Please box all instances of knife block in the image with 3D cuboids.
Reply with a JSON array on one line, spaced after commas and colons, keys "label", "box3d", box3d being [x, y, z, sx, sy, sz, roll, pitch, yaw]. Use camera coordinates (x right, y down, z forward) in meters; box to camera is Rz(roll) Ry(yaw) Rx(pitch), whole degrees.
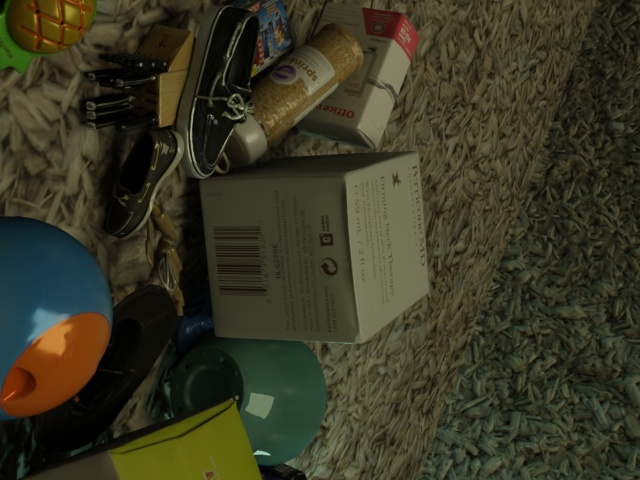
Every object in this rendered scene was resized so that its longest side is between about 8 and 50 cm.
[{"label": "knife block", "box3d": [-0.286, -0.240, 1.651, 0.242, 0.088, 0.275, -63, 151, -18]}]

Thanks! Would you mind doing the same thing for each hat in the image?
[{"label": "hat", "box3d": [-0.399, 0.193, 1.621, 0.331, 0.134, 0.331, -46, 156, -27]}]

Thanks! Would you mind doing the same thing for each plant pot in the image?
[{"label": "plant pot", "box3d": [-0.171, 0.320, 1.960, 0.235, 0.293, 0.293, 20, 87, -59]}]

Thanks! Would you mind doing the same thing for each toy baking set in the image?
[{"label": "toy baking set", "box3d": [-0.278, 0.026, 1.727, 0.256, 0.030, 0.196, 75, -1, -63]}]

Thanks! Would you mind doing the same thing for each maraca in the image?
[{"label": "maraca", "box3d": [-0.409, -0.321, 1.377, 0.186, 0.099, 0.127, -39, 135, -9]}]

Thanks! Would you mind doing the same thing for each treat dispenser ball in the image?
[{"label": "treat dispenser ball", "box3d": [-0.441, 0.108, 1.341, 0.288, 0.288, 0.288, -38, 136, -48]}]

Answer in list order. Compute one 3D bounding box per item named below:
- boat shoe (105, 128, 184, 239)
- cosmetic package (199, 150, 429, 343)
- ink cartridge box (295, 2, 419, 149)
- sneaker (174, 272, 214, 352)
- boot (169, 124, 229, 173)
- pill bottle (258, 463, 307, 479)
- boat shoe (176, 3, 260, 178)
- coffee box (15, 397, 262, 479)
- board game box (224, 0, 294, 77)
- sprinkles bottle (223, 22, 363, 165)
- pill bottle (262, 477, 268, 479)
[{"label": "boat shoe", "box3d": [-0.321, -0.098, 1.634, 0.069, 0.081, 0.228, 4, 126, -52]}, {"label": "cosmetic package", "box3d": [0.000, 0.000, 1.950, 0.394, 0.327, 0.329, -25, 112, -62]}, {"label": "ink cartridge box", "box3d": [0.068, -0.365, 2.098, 0.117, 0.207, 0.283, 38, 71, -60]}, {"label": "sneaker", "box3d": [-0.228, 0.147, 1.976, 0.209, 0.082, 0.069, -60, 151, -21]}, {"label": "boot", "box3d": [-0.226, -0.184, 1.795, 0.059, 0.085, 0.158, -59, 148, -23]}, {"label": "pill bottle", "box3d": [-0.151, 0.554, 2.190, 0.123, 0.219, 0.123, -37, 136, -48]}, {"label": "boat shoe", "box3d": [-0.166, -0.252, 1.651, 0.113, 0.105, 0.306, 6, 99, -62]}, {"label": "coffee box", "box3d": [-0.306, 0.507, 1.628, 0.338, 0.334, 0.337, -11, 79, -60]}, {"label": "board game box", "box3d": [-0.134, -0.433, 1.852, 0.194, 0.060, 0.194, -43, 139, -44]}, {"label": "sprinkles bottle", "box3d": [-0.066, -0.299, 1.919, 0.355, 0.121, 0.121, -44, 142, -26]}, {"label": "pill bottle", "box3d": [-0.242, 0.519, 1.934, 0.160, 0.283, 0.160, -38, 136, -48]}]
